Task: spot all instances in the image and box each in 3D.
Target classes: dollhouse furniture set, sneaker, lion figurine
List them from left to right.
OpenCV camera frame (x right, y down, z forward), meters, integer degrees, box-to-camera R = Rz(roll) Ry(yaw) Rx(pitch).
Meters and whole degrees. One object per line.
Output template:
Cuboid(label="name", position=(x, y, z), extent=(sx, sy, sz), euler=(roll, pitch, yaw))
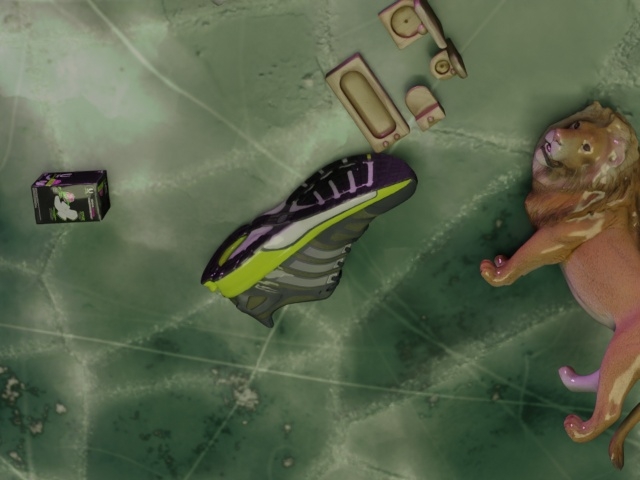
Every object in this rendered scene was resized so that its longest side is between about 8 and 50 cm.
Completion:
Cuboid(label="sneaker", position=(0.000, 0.000, 1.590), extent=(0.300, 0.111, 0.121), euler=(-31, 119, 21))
Cuboid(label="dollhouse furniture set", position=(0.090, -0.186, 1.497), extent=(0.151, 0.123, 0.144), euler=(-32, 106, 13))
Cuboid(label="lion figurine", position=(0.341, 0.050, 1.515), extent=(0.240, 0.142, 0.392), euler=(-35, 76, 23))

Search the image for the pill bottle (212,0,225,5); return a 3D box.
Cuboid(label="pill bottle", position=(-0.162, -0.379, 1.431), extent=(0.229, 0.131, 0.131), euler=(43, 106, -13))

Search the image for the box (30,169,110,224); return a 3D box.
Cuboid(label="box", position=(-0.309, -0.054, 1.593), extent=(0.083, 0.062, 0.052), euler=(-2, 109, 3))
